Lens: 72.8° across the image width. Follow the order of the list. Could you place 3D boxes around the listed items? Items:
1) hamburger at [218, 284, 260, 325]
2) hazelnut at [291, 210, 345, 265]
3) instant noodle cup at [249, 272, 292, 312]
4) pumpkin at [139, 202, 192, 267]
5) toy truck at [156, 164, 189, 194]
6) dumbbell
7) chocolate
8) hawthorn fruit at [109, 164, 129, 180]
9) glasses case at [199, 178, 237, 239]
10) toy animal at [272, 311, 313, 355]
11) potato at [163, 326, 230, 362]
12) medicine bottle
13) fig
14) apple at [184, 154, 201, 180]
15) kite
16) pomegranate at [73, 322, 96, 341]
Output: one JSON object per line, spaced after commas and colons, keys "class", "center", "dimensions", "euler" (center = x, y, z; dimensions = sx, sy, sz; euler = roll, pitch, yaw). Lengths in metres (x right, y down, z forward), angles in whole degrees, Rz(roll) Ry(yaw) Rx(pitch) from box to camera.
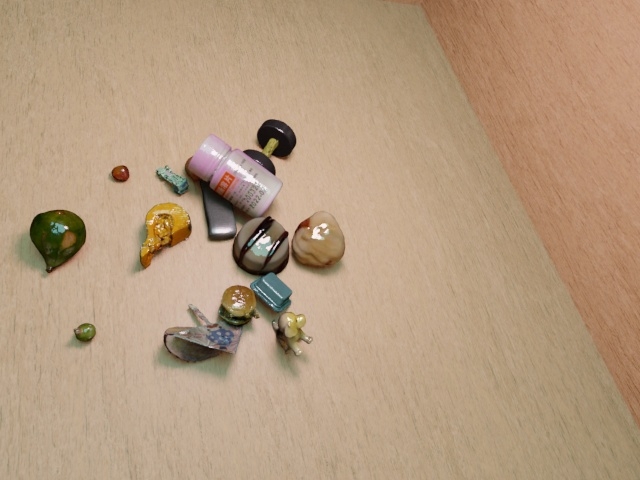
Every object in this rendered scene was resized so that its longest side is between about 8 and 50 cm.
{"class": "hamburger", "center": [-0.327, 0.270, 1.783], "dimensions": [0.184, 0.131, 0.159], "euler": [29, 34, 3]}
{"class": "hazelnut", "center": [0.000, 0.000, 2.032], "dimensions": [0.260, 0.241, 0.261], "euler": [-2, 75, 8]}
{"class": "instant noodle cup", "center": [-0.201, 0.214, 1.871], "dimensions": [0.179, 0.070, 0.157], "euler": [43, 19, 6]}
{"class": "pumpkin", "center": [-0.652, -0.017, 1.852], "dimensions": [0.189, 0.139, 0.281], "euler": [6, 62, -15]}
{"class": "toy truck", "center": [-0.696, -0.281, 2.033], "dimensions": [0.175, 0.081, 0.067], "euler": [30, 54, 22]}
{"class": "dumbbell", "center": [-0.272, -0.437, 2.176], "dimensions": [0.203, 0.204, 0.323], "euler": [28, 57, -2]}
{"class": "chocolate", "center": [-0.251, 0.010, 1.944], "dimensions": [0.283, 0.186, 0.284], "euler": [9, 59, -15]}
{"class": "hawthorn fruit", "center": [-0.904, -0.304, 1.968], "dimensions": [0.077, 0.077, 0.077], "euler": [8, 60, -14]}
{"class": "glasses case", "center": [-0.476, -0.155, 2.025], "dimensions": [0.131, 0.074, 0.323], "euler": [-5, 64, -23]}
{"class": "toy animal", "center": [-0.117, 0.373, 1.768], "dimensions": [0.169, 0.233, 0.121], "euler": [48, 63, 1]}
{"class": "potato", "center": [-0.502, 0.403, 1.712], "dimensions": [0.261, 0.100, 0.121], "euler": [11, 96, -31]}
{"class": "medicine bottle", "center": [-0.380, -0.287, 1.961], "dimensions": [0.388, 0.219, 0.219], "euler": [36, 56, -13]}
{"class": "fig", "center": [-1.034, 0.001, 1.703], "dimensions": [0.195, 0.195, 0.245], "euler": [18, 92, -9]}
{"class": "apple", "center": [-0.581, -0.347, 2.077], "dimensions": [0.125, 0.102, 0.126], "euler": [2, 51, -3]}
{"class": "kite", "center": [-0.423, 0.347, 1.717], "dimensions": [0.314, 0.012, 0.335], "euler": [38, 26, 31]}
{"class": "pomegranate", "center": [-0.879, 0.339, 1.608], "dimensions": [0.084, 0.073, 0.073], "euler": [19, 52, -44]}
